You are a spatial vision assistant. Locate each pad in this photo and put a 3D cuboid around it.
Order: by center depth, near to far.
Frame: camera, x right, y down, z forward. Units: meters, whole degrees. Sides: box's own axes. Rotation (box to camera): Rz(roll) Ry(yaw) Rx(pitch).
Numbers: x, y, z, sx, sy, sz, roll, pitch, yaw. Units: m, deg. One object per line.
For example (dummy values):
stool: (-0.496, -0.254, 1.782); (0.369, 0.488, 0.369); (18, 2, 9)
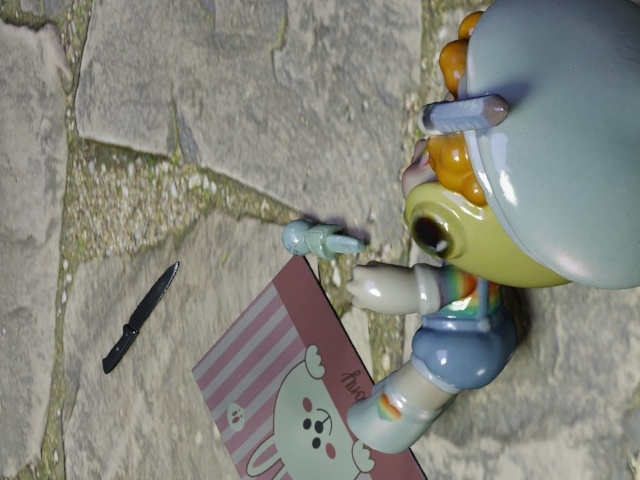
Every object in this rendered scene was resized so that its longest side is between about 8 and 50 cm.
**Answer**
pad: (-0.014, 0.184, 1.052); (0.202, 0.005, 0.300); (-48, 56, 30)

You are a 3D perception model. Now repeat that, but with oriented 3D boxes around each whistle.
whistle: (0.000, 0.000, 1.036); (0.100, 0.035, 0.035); (8, 92, 43)

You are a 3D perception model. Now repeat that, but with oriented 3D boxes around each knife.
knife: (-0.198, 0.084, 1.241); (0.170, 0.010, 0.023); (-52, 59, 25)

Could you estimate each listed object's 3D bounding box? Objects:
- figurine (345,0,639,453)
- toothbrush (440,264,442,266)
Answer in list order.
figurine: (0.146, 0.002, 0.834); (0.205, 0.224, 0.382); (36, 138, 18)
toothbrush: (0.103, 0.000, 0.954); (0.008, 0.006, 0.097); (-9, 79, 56)
